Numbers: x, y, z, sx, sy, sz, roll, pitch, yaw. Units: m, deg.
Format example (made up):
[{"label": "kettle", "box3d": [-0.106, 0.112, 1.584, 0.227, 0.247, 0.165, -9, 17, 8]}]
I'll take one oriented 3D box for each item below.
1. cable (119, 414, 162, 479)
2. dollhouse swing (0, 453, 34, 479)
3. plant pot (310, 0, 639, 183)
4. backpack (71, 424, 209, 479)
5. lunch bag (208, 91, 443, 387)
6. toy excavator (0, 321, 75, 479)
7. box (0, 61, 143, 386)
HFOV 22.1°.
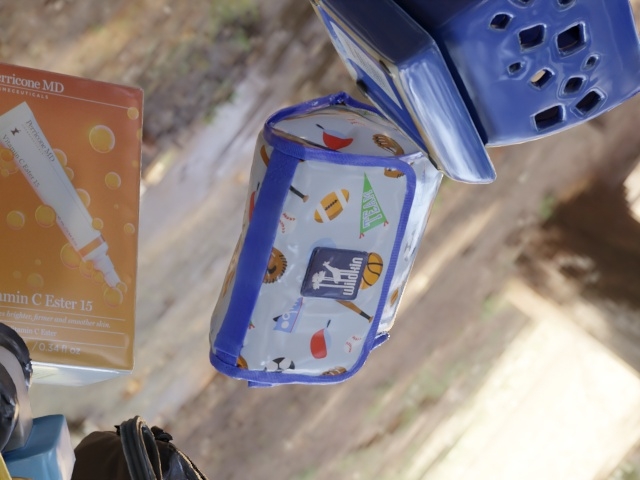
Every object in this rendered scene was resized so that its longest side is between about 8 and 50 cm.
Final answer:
[{"label": "cable", "box3d": [-0.199, 0.330, 1.865, 0.072, 0.287, 0.139, -31, 154, 10]}, {"label": "dollhouse swing", "box3d": [-0.210, 0.189, 0.644, 0.315, 0.305, 0.347, -37, -158, -8]}, {"label": "plant pot", "box3d": [0.126, -0.207, 1.459, 0.212, 0.236, 0.236, -38, 141, -3]}, {"label": "backpack", "box3d": [-0.193, 0.449, 2.245, 0.290, 0.355, 0.273, -1, -127, 57]}, {"label": "lunch bag", "box3d": [0.000, 0.000, 2.149, 0.385, 0.239, 0.328, -20, 129, -66]}, {"label": "toy excavator", "box3d": [-0.295, 0.305, 1.575, 0.433, 0.445, 0.222, -12, -171, -4]}, {"label": "box", "box3d": [-0.342, -0.013, 1.925, 0.215, 0.345, 0.168, 8, 165, -31]}]
